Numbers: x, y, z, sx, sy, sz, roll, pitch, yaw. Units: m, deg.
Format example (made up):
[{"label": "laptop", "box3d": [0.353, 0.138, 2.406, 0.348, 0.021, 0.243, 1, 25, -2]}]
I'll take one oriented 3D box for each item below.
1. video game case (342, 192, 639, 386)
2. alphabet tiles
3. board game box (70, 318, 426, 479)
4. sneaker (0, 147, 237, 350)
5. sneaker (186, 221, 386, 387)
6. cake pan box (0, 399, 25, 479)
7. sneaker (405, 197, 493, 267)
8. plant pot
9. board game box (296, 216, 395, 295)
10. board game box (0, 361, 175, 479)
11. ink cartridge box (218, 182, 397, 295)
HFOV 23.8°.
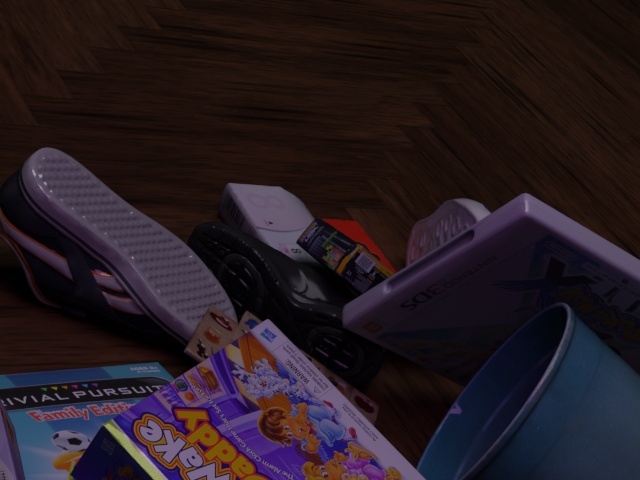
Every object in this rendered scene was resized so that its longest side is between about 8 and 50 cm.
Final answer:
[{"label": "video game case", "box3d": [0.244, 0.090, 1.744, 0.329, 0.300, 0.036, 27, 47, -30]}, {"label": "alphabet tiles", "box3d": [-0.043, 0.167, 1.707, 0.237, 0.009, 0.198, 36, 24, -5]}, {"label": "board game box", "box3d": [-0.010, 0.253, 1.302, 0.347, 0.078, 0.233, 45, 39, 11]}, {"label": "sneaker", "box3d": [-0.243, 0.034, 1.758, 0.321, 0.127, 0.126, 43, 31, -16]}, {"label": "sneaker", "box3d": [-0.039, 0.071, 1.866, 0.286, 0.109, 0.130, 37, 24, 5]}, {"label": "cake pan box", "box3d": [-0.356, 0.257, 1.233, 0.246, 0.070, 0.267, -17, 41, -7]}, {"label": "sneaker", "box3d": [0.261, 0.028, 1.997, 0.236, 0.130, 0.323, 9, -4, -12]}, {"label": "plant pot", "box3d": [0.277, 0.250, 1.635, 0.255, 0.271, 0.271, 38, 28, -5]}, {"label": "board game box", "box3d": [0.065, 0.052, 1.896, 0.170, 0.048, 0.141, 40, -4, -28]}, {"label": "board game box", "box3d": [-0.188, 0.233, 1.425, 0.254, 0.079, 0.336, -1, 26, -38]}, {"label": "ink cartridge box", "box3d": [0.000, 0.000, 2.047, 0.232, 0.066, 0.189, -2, 37, -31]}]
